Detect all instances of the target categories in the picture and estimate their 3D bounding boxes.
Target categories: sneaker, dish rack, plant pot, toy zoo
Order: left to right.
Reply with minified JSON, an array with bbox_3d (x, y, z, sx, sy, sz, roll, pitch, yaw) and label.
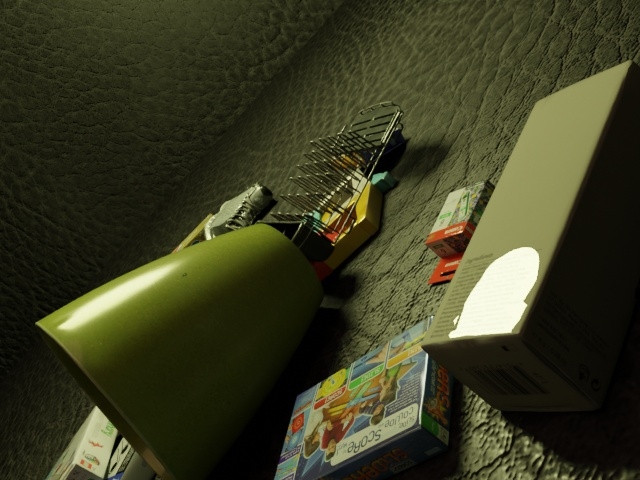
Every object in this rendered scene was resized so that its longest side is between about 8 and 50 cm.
[{"bbox_3d":[-0.147,0.116,0.952,0.293,0.274,0.275,-41,13,-23],"label":"plant pot"},{"bbox_3d":[-0.159,-0.057,1.557,0.132,0.086,0.228,-40,19,22],"label":"sneaker"},{"bbox_3d":[0.000,0.000,1.148,0.293,0.030,0.192,-43,19,19],"label":"toy zoo"},{"bbox_3d":[0.011,-0.091,1.103,0.271,0.074,0.208,-61,21,-9],"label":"dish rack"}]

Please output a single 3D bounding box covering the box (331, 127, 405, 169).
[{"bbox_3d":[0.078,-0.147,1.225,0.081,0.028,0.136,-33,11,-18],"label":"box"}]

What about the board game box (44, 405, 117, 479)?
[{"bbox_3d":[-0.401,0.386,1.205,0.193,0.053,0.305,-56,11,-1],"label":"board game box"}]

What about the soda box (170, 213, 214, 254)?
[{"bbox_3d":[-0.290,0.026,1.731,0.181,0.061,0.058,-43,20,20],"label":"soda box"}]

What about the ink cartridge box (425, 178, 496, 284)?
[{"bbox_3d":[0.148,-0.009,0.818,0.063,0.029,0.115,-21,33,55],"label":"ink cartridge box"}]

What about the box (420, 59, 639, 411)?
[{"bbox_3d":[0.192,-0.006,0.601,0.113,0.094,0.275,-18,35,58],"label":"box"}]

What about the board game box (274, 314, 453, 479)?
[{"bbox_3d":[0.038,0.168,0.713,0.201,0.035,0.136,-37,22,35],"label":"board game box"}]

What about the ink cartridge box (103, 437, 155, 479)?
[{"bbox_3d":[-0.283,0.346,1.101,0.097,0.046,0.207,-33,24,44],"label":"ink cartridge box"}]
